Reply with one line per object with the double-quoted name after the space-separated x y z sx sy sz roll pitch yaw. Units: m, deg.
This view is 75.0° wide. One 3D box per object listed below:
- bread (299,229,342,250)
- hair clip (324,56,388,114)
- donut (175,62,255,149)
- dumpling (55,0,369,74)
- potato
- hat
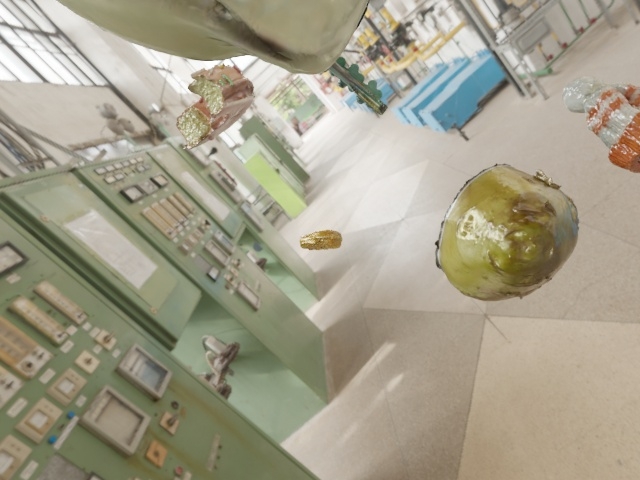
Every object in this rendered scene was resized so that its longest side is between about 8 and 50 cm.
0.000 0.000 1.049 0.110 0.044 0.083 -7 -9 29 "bread"
0.045 -0.275 0.692 0.049 0.173 0.049 -46 21 24 "hair clip"
-0.155 -0.212 0.639 0.166 0.065 0.117 -26 13 49 "donut"
-0.113 -0.314 0.327 0.316 0.395 0.233 -60 -14 24 "dumpling"
0.377 0.024 0.823 0.246 0.300 0.196 -21 36 -6 "potato"
0.381 -0.165 0.534 0.094 0.112 0.162 109 146 -48 "hat"
